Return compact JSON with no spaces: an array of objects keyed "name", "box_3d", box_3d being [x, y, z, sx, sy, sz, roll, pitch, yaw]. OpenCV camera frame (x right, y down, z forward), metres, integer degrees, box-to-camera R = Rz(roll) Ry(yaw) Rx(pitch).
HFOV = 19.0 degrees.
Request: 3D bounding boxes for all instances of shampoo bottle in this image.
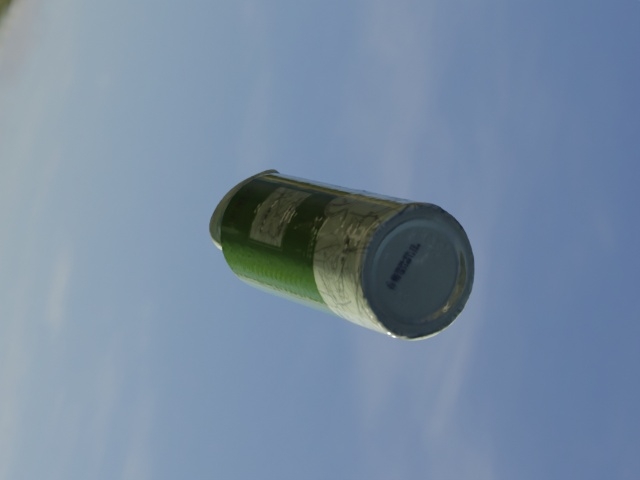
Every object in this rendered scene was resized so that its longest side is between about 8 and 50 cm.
[{"name":"shampoo bottle","box_3d":[0.000,0.000,0.916,0.204,0.065,0.065,15,-92,63]}]
